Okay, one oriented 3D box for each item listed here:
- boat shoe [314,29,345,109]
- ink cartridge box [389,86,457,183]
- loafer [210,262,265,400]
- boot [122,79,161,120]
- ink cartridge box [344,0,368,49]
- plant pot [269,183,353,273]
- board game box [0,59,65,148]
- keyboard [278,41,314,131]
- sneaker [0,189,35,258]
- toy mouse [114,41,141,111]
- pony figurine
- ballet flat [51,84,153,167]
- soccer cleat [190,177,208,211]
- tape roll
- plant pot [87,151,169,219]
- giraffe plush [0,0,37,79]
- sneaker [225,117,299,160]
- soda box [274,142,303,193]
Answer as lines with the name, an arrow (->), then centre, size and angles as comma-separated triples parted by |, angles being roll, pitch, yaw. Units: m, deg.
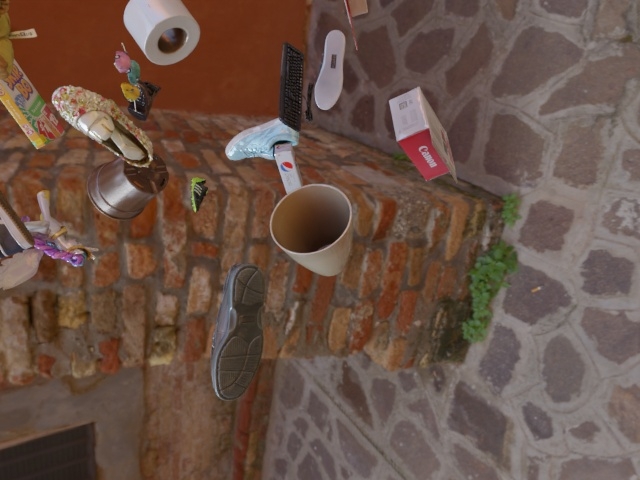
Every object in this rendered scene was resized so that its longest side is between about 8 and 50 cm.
boat shoe -> 0.028, -0.506, 1.427 | 0.076, 0.080, 0.228 | -102, 17, -80
ink cartridge box -> 0.396, -0.371, 1.813 | 0.130, 0.309, 0.271 | -20, 58, 25
loafer -> -0.167, 0.176, 0.949 | 0.084, 0.096, 0.267 | 5, 85, 59
boot -> -0.530, -0.450, 1.424 | 0.219, 0.082, 0.106 | -22, 45, 67
ink cartridge box -> 0.091, -0.759, 1.392 | 0.296, 0.066, 0.261 | 44, -146, -73
plant pot -> 0.000, 0.000, 1.549 | 0.256, 0.257, 0.274 | 59, 176, 34
board game box -> -0.765, -0.369, 1.212 | 0.259, 0.039, 0.124 | 61, -170, -25
keyboard -> -0.082, -0.562, 1.789 | 0.033, 0.202, 0.316 | -4, 79, 34
sneaker -> -1.015, -0.069, 1.435 | 0.282, 0.153, 0.099 | 61, 168, -12
toy mouse -> -0.461, -0.413, 1.149 | 0.161, 0.031, 0.143 | 102, 161, -78
pony figurine -> -1.057, -0.019, 1.752 | 0.363, 0.351, 0.302 | 42, 120, 17
ballet flat -> -0.416, -0.219, 0.952 | 0.091, 0.241, 0.077 | -38, 64, 8
soccer cleat -> -0.515, -0.198, 2.029 | 0.060, 0.073, 0.178 | 112, 153, -52
tape roll -> -0.631, -0.855, 1.907 | 0.169, 0.246, 0.246 | 54, 139, 13
plant pot -> -0.496, -0.157, 1.257 | 0.165, 0.167, 0.166 | -21, 76, 39
giraffe plush -> -0.651, -0.420, 0.888 | 0.181, 0.210, 0.170 | 48, 151, 0
sneaker -> -0.262, -0.421, 2.129 | 0.366, 0.135, 0.150 | -22, 66, 20
soda box -> -0.132, -0.304, 2.011 | 0.216, 0.074, 0.069 | 74, -169, -46
